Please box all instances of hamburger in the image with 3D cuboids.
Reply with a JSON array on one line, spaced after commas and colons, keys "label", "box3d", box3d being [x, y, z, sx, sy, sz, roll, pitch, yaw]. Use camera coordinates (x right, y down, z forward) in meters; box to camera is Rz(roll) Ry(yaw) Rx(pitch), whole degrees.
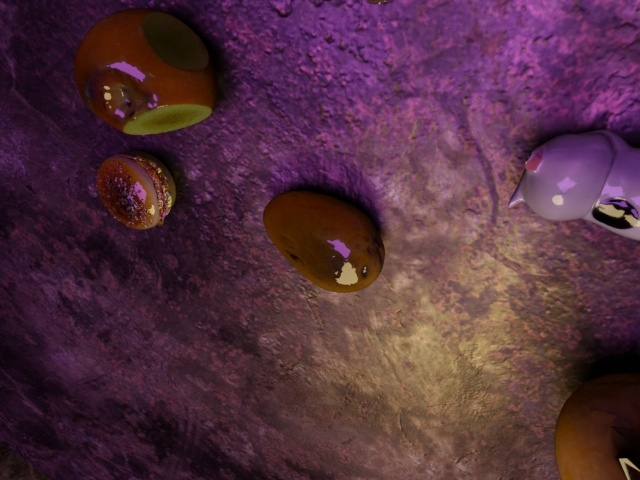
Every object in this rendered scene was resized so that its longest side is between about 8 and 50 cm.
[{"label": "hamburger", "box3d": [-0.292, -0.079, 0.725, 0.141, 0.081, 0.127, 13, 123, 14]}]

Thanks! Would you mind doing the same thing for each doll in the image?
[{"label": "doll", "box3d": [0.315, -0.063, 0.502, 0.180, 0.107, 0.110, 18, 145, 17]}]

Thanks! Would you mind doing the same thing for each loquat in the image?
[{"label": "loquat", "box3d": [0.429, 0.287, 0.591, 0.234, 0.235, 0.235, 9, 122, 15]}]

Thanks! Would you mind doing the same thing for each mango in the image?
[{"label": "mango", "box3d": [0.000, 0.000, 0.658, 0.195, 0.098, 0.138, 23, 128, 12]}]

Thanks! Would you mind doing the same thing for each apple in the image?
[{"label": "apple", "box3d": [-0.225, -0.207, 0.585, 0.146, 0.147, 0.163, -32, 107, 33]}]

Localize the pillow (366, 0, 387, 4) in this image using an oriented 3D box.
[{"label": "pillow", "box3d": [0.124, -0.306, 0.424, 0.210, 0.034, 0.135, -10, 153, 19]}]
